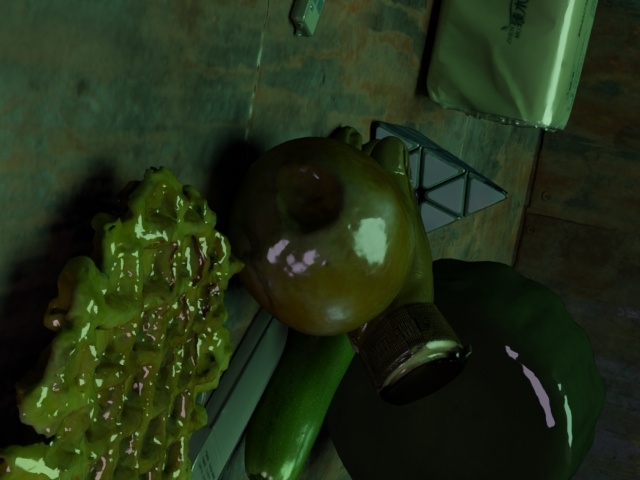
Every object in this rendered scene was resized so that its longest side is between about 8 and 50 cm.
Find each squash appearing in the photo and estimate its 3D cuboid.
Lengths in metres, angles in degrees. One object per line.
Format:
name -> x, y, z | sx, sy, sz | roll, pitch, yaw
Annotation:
squash -> -0.018, 0.155, 1.181 | 0.082, 0.082, 0.292 | 85, 24, -44

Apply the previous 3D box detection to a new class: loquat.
loquat -> 0.000, 0.000, 0.986 | 0.227, 0.179, 0.179 | 77, 31, -71

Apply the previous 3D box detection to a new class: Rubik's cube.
Rubik's cube -> 0.138, -0.107, 1.400 | 0.178, 0.190, 0.211 | 47, 52, -49

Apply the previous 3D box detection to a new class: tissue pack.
tissue pack -> 0.306, -0.363, 1.589 | 0.297, 0.207, 0.380 | -13, 115, -72

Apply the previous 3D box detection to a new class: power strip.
power strip -> -0.007, -0.244, 1.035 | 0.040, 0.016, 0.090 | 54, 52, -68

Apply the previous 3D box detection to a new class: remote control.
remote control -> -0.088, 0.166, 1.078 | 0.077, 0.022, 0.245 | 81, 29, -45

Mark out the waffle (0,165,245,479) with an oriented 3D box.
waffle -> -0.140, 0.110, 0.793 | 0.325, 0.068, 0.302 | 85, 23, -57

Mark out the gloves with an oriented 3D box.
gloves -> 0.057, 0.013, 1.160 | 0.154, 0.141, 0.331 | 71, 2, -61

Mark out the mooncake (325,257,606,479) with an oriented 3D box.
mooncake -> 0.186, 0.201, 1.394 | 0.194, 0.356, 0.356 | -24, 126, -59
